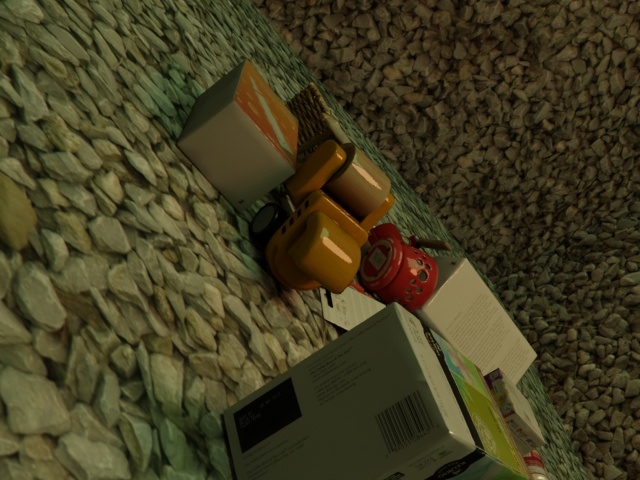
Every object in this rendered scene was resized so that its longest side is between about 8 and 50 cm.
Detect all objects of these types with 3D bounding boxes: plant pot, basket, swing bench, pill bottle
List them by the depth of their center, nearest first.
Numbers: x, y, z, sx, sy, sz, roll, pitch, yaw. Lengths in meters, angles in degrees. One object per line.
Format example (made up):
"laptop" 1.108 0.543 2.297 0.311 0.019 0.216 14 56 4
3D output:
"swing bench" 0.018 -0.139 1.826 0.253 0.254 0.165 57 15 27
"pill bottle" 0.586 0.659 1.985 0.086 0.086 0.152 49 19 -21
"basket" -0.007 -0.265 2.097 0.213 0.223 0.299 26 33 -59
"plant pot" 0.222 0.097 2.107 0.174 0.191 0.191 27 29 -29

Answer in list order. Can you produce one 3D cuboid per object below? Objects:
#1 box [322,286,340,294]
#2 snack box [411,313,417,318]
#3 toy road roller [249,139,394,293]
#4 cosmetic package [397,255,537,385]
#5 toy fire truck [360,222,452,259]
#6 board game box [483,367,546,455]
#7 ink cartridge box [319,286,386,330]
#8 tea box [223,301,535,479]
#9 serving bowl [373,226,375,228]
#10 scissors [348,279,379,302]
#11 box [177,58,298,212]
"box" 0.027 0.087 1.785 0.083 0.052 0.062 23 31 -30
"snack box" 0.267 0.307 2.042 0.207 0.070 0.174 60 17 21
"toy road roller" 0.023 -0.031 1.556 0.202 0.329 0.240 39 7 -31
"cosmetic package" 0.466 0.288 2.274 0.453 0.230 0.161 51 -21 -21
"toy fire truck" 0.263 0.018 2.263 0.217 0.246 0.158 30 30 -56
"board game box" 0.344 0.442 1.637 0.144 0.275 0.142 46 19 -28
"ink cartridge box" 0.080 0.195 1.806 0.232 0.066 0.189 24 30 -22
"tea box" 0.090 0.314 1.086 0.323 0.329 0.220 37 25 -46
"serving bowl" 0.179 -0.029 2.503 0.083 0.027 0.083 50 18 -22
"scissors" 0.126 0.147 2.035 0.297 0.021 0.109 24 34 -58
"box" -0.183 -0.258 1.690 0.215 0.168 0.345 49 18 -23
